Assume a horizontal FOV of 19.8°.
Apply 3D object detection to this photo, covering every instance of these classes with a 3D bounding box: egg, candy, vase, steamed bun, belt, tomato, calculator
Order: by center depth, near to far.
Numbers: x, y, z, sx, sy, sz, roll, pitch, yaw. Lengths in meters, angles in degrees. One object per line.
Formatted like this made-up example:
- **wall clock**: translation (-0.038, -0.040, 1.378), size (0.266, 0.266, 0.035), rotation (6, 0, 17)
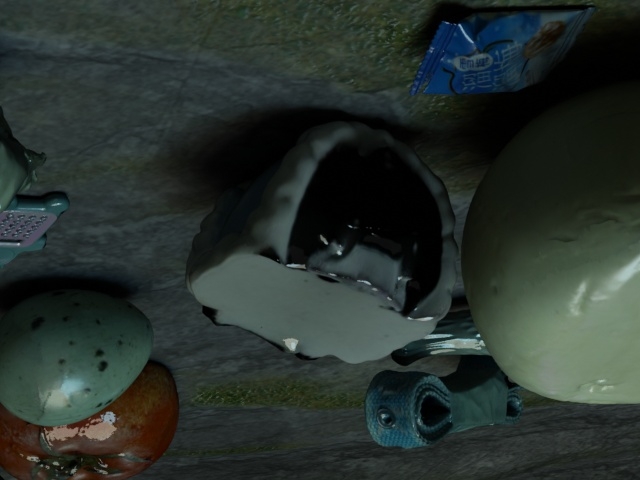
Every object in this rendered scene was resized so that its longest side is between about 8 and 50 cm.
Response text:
- **candy**: translation (0.141, -0.148, 1.433), size (0.136, 0.038, 0.088), rotation (-8, 145, -24)
- **steamed bun**: translation (0.271, -0.016, 1.548), size (0.312, 0.233, 0.334), rotation (4, 145, -26)
- **calculator**: translation (-0.276, -0.007, 1.605), size (0.094, 0.019, 0.141), rotation (2, 154, -33)
- **egg**: translation (-0.237, 0.111, 1.754), size (0.164, 0.131, 0.131), rotation (-9, 158, -23)
- **vase**: translation (0.148, 0.098, 1.964), size (0.149, 0.081, 0.081), rotation (-5, 157, -2)
- **tomato**: translation (-0.264, 0.212, 2.027), size (0.237, 0.095, 0.237), rotation (-8, 157, -3)
- **belt**: translation (0.143, 0.174, 2.029), size (0.072, 0.087, 0.302), rotation (-8, 177, 29)

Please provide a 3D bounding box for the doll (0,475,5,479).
- **doll**: translation (-0.471, 0.347, 2.151), size (0.322, 0.186, 0.198), rotation (-6, 132, 37)

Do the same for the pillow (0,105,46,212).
- **pillow**: translation (-0.366, -0.082, 1.246), size (0.283, 0.138, 0.310), rotation (-8, 158, 15)

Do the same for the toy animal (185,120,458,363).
- **toy animal**: translation (0.000, 0.000, 1.568), size (0.208, 0.156, 0.204), rotation (24, 146, -27)
